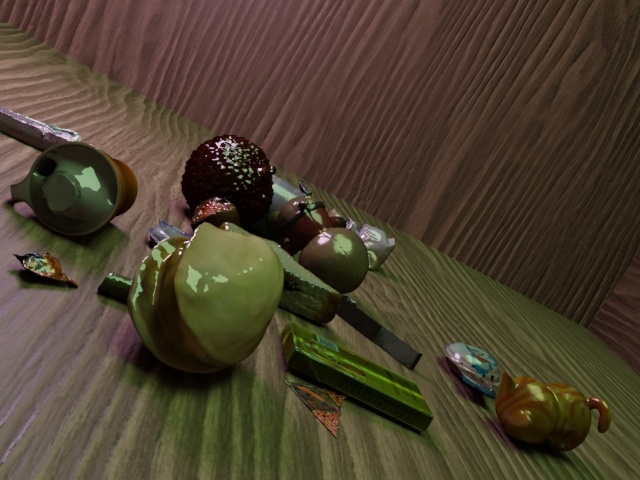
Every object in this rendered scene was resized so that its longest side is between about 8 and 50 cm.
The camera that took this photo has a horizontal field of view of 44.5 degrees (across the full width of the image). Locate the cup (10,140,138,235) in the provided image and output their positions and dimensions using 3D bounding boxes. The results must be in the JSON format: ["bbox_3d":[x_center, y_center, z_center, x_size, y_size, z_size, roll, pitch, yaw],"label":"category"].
[{"bbox_3d":[-0.493,-0.105,1.601,0.226,0.182,0.264,-2,4,2],"label":"cup"}]

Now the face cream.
[{"bbox_3d":[-0.137,-0.095,2.334,0.153,0.177,0.177,31,11,0],"label":"face cream"}]

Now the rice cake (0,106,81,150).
[{"bbox_3d":[-0.740,-0.290,1.957,0.290,0.081,0.051,26,-1,-16],"label":"rice cake"}]

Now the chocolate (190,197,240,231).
[{"bbox_3d":[-0.266,-0.045,1.947,0.127,0.124,0.133,46,32,2],"label":"chocolate"}]

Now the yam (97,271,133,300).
[{"bbox_3d":[-0.342,0.084,1.373,0.094,0.043,0.043,25,12,-23],"label":"yam"}]

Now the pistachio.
[{"bbox_3d":[-0.184,0.093,1.292,0.238,0.229,0.321,63,23,-1],"label":"pistachio"}]

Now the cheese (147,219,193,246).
[{"bbox_3d":[-0.341,-0.007,1.781,0.105,0.042,0.191,29,9,-9],"label":"cheese"}]

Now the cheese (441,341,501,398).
[{"bbox_3d":[0.396,0.335,2.017,0.189,0.074,0.286,28,12,1],"label":"cheese"}]

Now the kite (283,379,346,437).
[{"bbox_3d":[-0.012,0.282,1.410,0.125,0.008,0.222,27,11,2],"label":"kite"}]

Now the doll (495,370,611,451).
[{"bbox_3d":[0.518,0.401,1.821,0.270,0.162,0.166,9,36,-34],"label":"doll"}]

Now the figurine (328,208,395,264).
[{"bbox_3d":[0.127,-0.006,2.711,0.276,0.133,0.200,28,-6,-14],"label":"figurine"}]

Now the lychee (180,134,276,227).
[{"bbox_3d":[-0.240,-0.160,2.131,0.300,0.264,0.264,-9,-10,30],"label":"lychee"}]

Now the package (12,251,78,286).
[{"bbox_3d":[-0.456,0.043,1.297,0.077,0.033,0.111,24,2,31],"label":"package"}]

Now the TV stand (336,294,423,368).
[{"bbox_3d":[0.140,0.224,1.935,0.256,0.049,0.040,35,11,30],"label":"TV stand"}]

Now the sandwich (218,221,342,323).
[{"bbox_3d":[-0.117,0.076,1.820,0.288,0.099,0.254,37,7,36],"label":"sandwich"}]

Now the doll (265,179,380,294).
[{"bbox_3d":[0.000,0.000,2.128,0.235,0.174,0.330,-30,70,-29],"label":"doll"}]

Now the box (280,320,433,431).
[{"bbox_3d":[0.068,0.267,1.559,0.311,0.043,0.173,28,8,-12],"label":"box"}]
